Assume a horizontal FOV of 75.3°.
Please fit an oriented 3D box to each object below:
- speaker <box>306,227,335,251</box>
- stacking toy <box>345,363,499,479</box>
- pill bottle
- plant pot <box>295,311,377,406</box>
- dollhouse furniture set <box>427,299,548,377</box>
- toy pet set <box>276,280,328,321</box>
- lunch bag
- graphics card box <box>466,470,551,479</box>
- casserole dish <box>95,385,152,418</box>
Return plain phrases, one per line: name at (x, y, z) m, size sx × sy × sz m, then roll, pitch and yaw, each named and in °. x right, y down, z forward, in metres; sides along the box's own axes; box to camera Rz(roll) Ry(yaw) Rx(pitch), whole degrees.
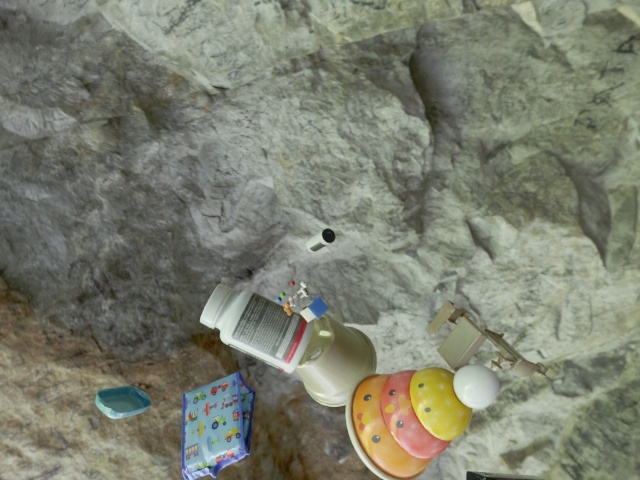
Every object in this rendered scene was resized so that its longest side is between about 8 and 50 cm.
speaker at (0.000, 0.000, 1.470) m, size 0.055 × 0.136 × 0.055 m, roll 8°, pitch -108°, yaw -25°
stacking toy at (0.336, 0.497, 1.270) m, size 0.350 × 0.351 × 0.480 m, roll 8°, pitch -42°, yaw -38°
pill bottle at (-0.194, 0.259, 1.268) m, size 0.318 × 0.176 × 0.176 m, roll 26°, pitch -89°, yaw -3°
plant pot at (0.009, 0.427, 1.601) m, size 0.334 × 0.333 × 0.305 m, roll -49°, pitch -44°, yaw -11°
dollhouse furniture set at (0.627, 0.425, 1.600) m, size 0.355 × 0.303 × 0.174 m, roll 25°, pitch -74°, yaw -31°
toy pet set at (-0.039, 0.154, 1.081) m, size 0.065 × 0.122 × 0.114 m, roll -37°, pitch -84°, yaw 23°
lunch bag at (-0.335, 0.613, 1.347) m, size 0.220 × 0.293 × 0.138 m, roll -23°, pitch -58°, yaw 6°
graphics card box at (0.666, 0.947, 1.448) m, size 0.370 × 0.094 × 0.233 m, roll 18°, pitch -109°, yaw -23°
casserole dish at (-0.604, 0.498, 1.271) m, size 0.037 × 0.114 × 0.188 m, roll -61°, pitch -21°, yaw -3°
